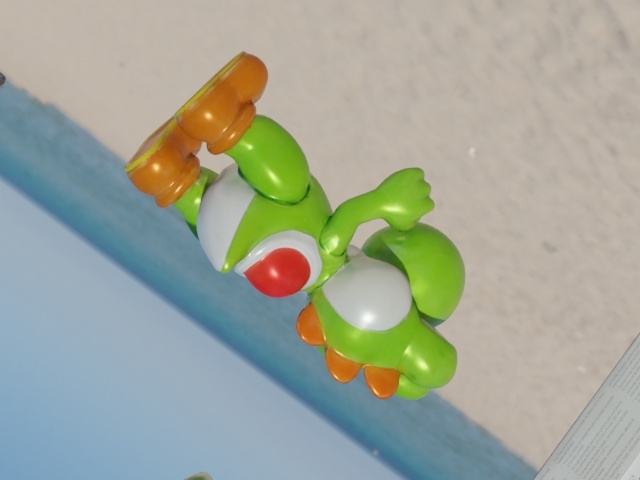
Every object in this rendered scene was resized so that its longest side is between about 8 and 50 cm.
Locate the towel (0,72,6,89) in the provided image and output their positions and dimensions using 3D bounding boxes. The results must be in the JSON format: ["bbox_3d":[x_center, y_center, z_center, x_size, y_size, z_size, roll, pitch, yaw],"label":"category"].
[{"bbox_3d":[-0.515,-0.174,1.314,0.284,0.121,0.235,28,156,-21],"label":"towel"}]

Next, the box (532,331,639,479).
[{"bbox_3d":[0.272,0.132,0.988,0.067,0.324,0.063,36,-177,38],"label":"box"}]

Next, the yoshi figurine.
[{"bbox_3d":[0.005,-0.011,1.157,0.362,0.203,0.203,46,176,-9],"label":"yoshi figurine"}]

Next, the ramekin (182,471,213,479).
[{"bbox_3d":[-0.161,0.302,0.801,0.148,0.303,0.303,54,176,9],"label":"ramekin"}]
